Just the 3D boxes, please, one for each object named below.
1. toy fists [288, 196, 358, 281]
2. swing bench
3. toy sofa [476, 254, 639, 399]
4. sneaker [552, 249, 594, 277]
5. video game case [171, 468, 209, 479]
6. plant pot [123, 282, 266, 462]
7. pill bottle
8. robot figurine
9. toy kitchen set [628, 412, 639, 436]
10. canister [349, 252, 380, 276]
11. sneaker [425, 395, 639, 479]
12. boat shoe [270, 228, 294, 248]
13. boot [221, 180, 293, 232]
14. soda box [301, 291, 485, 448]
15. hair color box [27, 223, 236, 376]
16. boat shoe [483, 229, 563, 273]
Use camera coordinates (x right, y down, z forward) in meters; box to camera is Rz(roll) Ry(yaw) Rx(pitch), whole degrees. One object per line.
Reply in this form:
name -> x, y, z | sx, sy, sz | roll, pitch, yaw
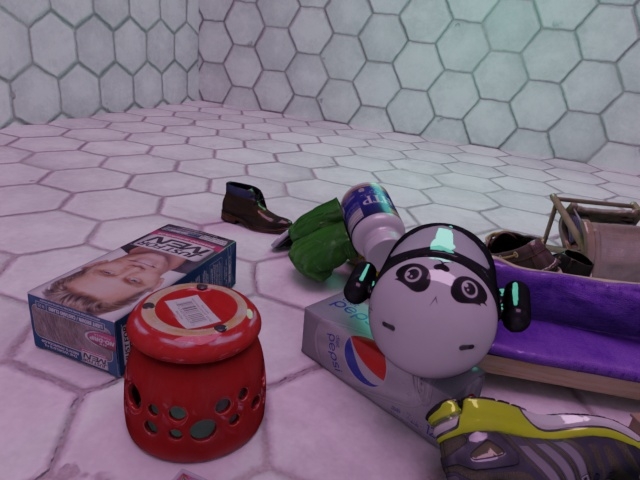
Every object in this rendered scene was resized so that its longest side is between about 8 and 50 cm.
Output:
toy fists -> 0.000, 0.000, 1.134 | 0.142, 0.096, 0.279 | -23, 26, 7
swing bench -> 0.740, 0.004, 1.261 | 0.253, 0.165, 0.255 | 4, 23, -5
toy sofa -> 0.422, 0.154, 0.814 | 0.362, 0.177, 0.150 | 9, 23, 6
sneaker -> 0.515, 0.058, 1.135 | 0.083, 0.118, 0.222 | -12, 29, -35
video game case -> -0.121, 0.316, 0.501 | 0.157, 0.019, 0.143 | 13, 24, 19
plant pot -> -0.163, 0.162, 0.662 | 0.191, 0.174, 0.191 | 7, 22, -3
pill bottle -> 0.113, -0.028, 1.020 | 0.111, 0.112, 0.187 | 0, 39, -13
robot figurine -> 0.165, 0.072, 0.706 | 0.209, 0.174, 0.278 | -33, 6, 25
toy kitchen set -> 0.497, 0.271, 0.695 | 0.075, 0.068, 0.083 | 2, 24, -10
canister -> 0.133, 0.024, 1.121 | 0.073, 0.126, 0.170 | 31, 5, -34
sneaker -> 0.273, 0.280, 0.600 | 0.299, 0.111, 0.121 | 11, 53, -8
boat shoe -> -0.071, -0.008, 1.246 | 0.040, 0.049, 0.142 | 50, 39, 3
boot -> -0.172, -0.090, 1.332 | 0.219, 0.106, 0.082 | 13, 24, 16
soda box -> 0.100, 0.186, 0.768 | 0.098, 0.091, 0.286 | -17, 32, -41
hair color box -> -0.312, 0.084, 0.892 | 0.173, 0.105, 0.347 | 13, 24, 17
boat shoe -> 0.407, 0.027, 1.062 | 0.116, 0.097, 0.324 | -24, 7, 4
